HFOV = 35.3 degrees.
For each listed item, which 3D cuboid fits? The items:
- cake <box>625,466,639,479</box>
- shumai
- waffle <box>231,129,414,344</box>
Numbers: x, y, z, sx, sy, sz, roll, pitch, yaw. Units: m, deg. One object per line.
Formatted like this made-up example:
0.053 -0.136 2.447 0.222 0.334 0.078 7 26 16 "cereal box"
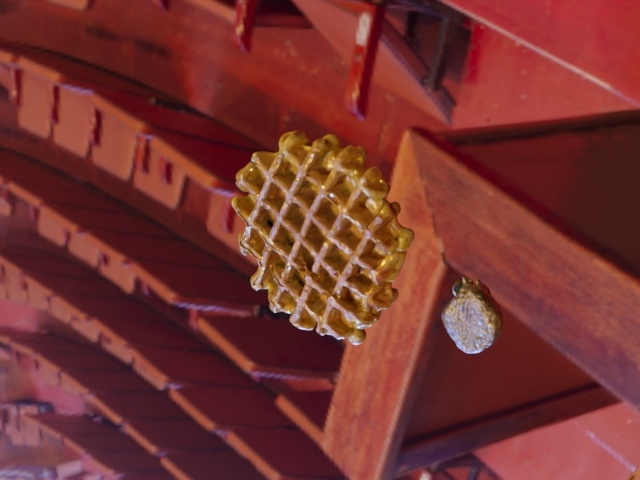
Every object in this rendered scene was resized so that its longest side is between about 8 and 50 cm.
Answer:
0.785 0.543 1.939 0.314 0.307 0.293 65 166 -25 "cake"
0.191 0.083 1.199 0.082 0.080 0.083 3 111 37 "shumai"
-0.003 -0.004 0.845 0.191 0.038 0.191 18 119 37 "waffle"
